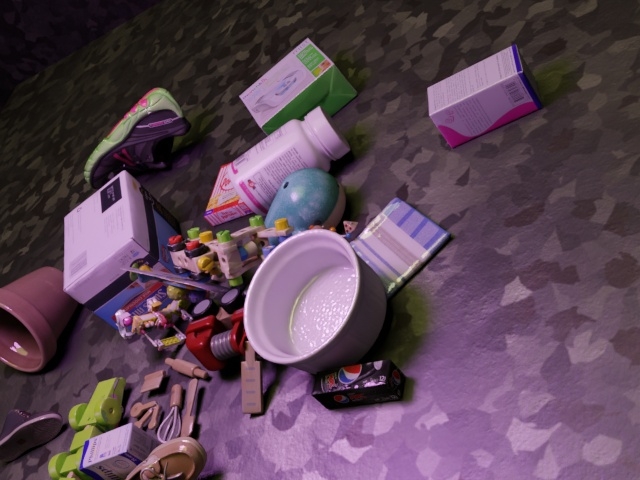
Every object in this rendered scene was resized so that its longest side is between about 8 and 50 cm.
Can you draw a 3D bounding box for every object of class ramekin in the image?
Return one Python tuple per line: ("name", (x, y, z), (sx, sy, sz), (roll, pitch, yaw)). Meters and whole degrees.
("ramekin", (-0.005, 0.130, 1.649), (0.277, 0.135, 0.277), (-20, 53, 29))

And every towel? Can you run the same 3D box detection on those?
("towel", (0.117, 0.042, 1.764), (0.285, 0.034, 0.209), (-43, 36, -2))

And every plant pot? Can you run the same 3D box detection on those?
("plant pot", (-0.796, 0.197, 2.319), (0.263, 0.263, 0.229), (-11, 28, 36))

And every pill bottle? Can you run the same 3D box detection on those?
("pill bottle", (-0.077, -0.199, 2.088), (0.283, 0.160, 0.160), (-34, 36, 11))

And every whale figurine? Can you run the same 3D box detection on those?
("whale figurine", (-0.072, -0.061, 1.956), (0.272, 0.141, 0.216), (-35, 37, 21))

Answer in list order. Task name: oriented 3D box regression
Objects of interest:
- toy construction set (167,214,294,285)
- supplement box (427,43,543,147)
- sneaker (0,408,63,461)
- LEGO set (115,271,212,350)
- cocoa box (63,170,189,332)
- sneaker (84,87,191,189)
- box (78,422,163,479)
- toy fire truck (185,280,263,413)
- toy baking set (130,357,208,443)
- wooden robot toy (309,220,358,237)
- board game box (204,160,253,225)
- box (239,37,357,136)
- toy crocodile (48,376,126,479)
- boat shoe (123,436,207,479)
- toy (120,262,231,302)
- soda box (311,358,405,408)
("toy construction set", (-0.212, 0.024, 1.876), (0.215, 0.151, 0.327), (-22, 3, -27))
("supplement box", (0.357, -0.314, 1.839), (0.220, 0.111, 0.114), (-24, 39, 23))
("sneaker", (-0.730, 0.453, 2.093), (0.222, 0.083, 0.118), (-30, 37, 19))
("LEGO set", (-0.342, 0.170, 2.008), (0.287, 0.132, 0.107), (-32, 48, -26))
("cocoa box", (-0.511, 0.031, 2.200), (0.231, 0.228, 0.347), (-36, 36, 9))
("sneaker", (-0.579, -0.273, 2.623), (0.482, 0.202, 0.185), (-35, 17, 41))
("box", (-0.408, 0.456, 1.749), (0.137, 0.126, 0.072), (-24, 41, 24))
("toy fire truck", (-0.180, 0.236, 1.769), (0.217, 0.158, 0.246), (-21, 30, 26))
("toy baking set", (-0.329, 0.358, 1.865), (0.256, 0.030, 0.197), (3, 58, 45))
("wooden robot toy", (0.000, 0.000, 1.859), (0.173, 0.079, 0.076), (-46, 7, 9))
("board game box", (-0.225, -0.140, 2.265), (0.146, 0.045, 0.194), (-17, 42, 31))
("box", (-0.064, -0.401, 2.320), (0.262, 0.127, 0.231), (-39, 37, 6))
("toy crocodile", (-0.514, 0.455, 1.886), (0.115, 0.105, 0.341), (-22, 36, 27))
("boat shoe", (-0.340, 0.493, 1.649), (0.285, 0.104, 0.089), (-41, 4, 17))
("toy", (-0.329, 0.108, 1.922), (0.237, 0.137, 0.056), (16, 94, 15))
("soda box", (0.069, 0.268, 1.550), (0.168, 0.060, 0.053), (-15, 43, 33))
